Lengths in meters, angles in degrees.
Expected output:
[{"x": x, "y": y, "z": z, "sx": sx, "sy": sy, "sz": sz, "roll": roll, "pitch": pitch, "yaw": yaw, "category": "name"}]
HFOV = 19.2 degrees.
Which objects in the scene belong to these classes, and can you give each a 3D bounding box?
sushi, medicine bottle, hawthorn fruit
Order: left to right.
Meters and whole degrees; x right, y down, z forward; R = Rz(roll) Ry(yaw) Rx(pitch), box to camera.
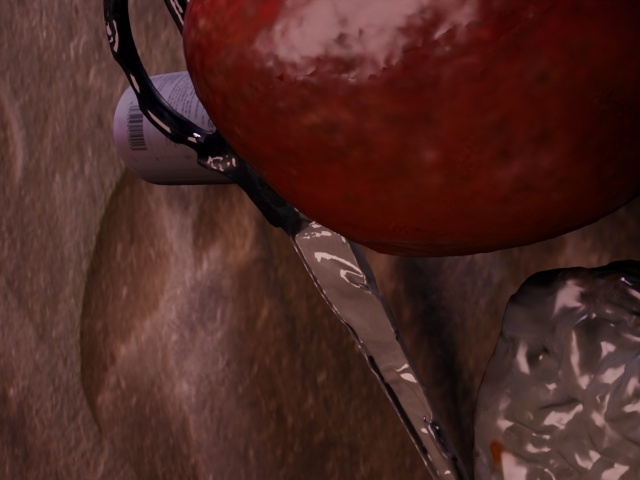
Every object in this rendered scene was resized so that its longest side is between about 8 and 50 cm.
[{"x": -0.022, "y": -0.055, "z": 0.865, "sx": 0.199, "sy": 0.058, "sz": 0.057, "roll": -1, "pitch": 95, "yaw": 53, "category": "medicine bottle"}, {"x": 0.062, "y": -0.078, "z": 0.666, "sx": 0.202, "sy": 0.185, "sz": 0.185, "roll": 12, "pitch": 106, "yaw": 34, "category": "hawthorn fruit"}, {"x": 0.160, "y": 0.084, "z": 0.584, "sx": 0.225, "sy": 0.127, "sz": 0.124, "roll": 30, "pitch": 119, "yaw": 38, "category": "sushi"}]

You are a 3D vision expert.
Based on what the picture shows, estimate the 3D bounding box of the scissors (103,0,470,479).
[{"x": 0.000, "y": 0.000, "z": 0.809, "sx": 0.109, "sy": 0.022, "sz": 0.300, "roll": -27, "pitch": 90, "yaw": 40, "category": "scissors"}]
